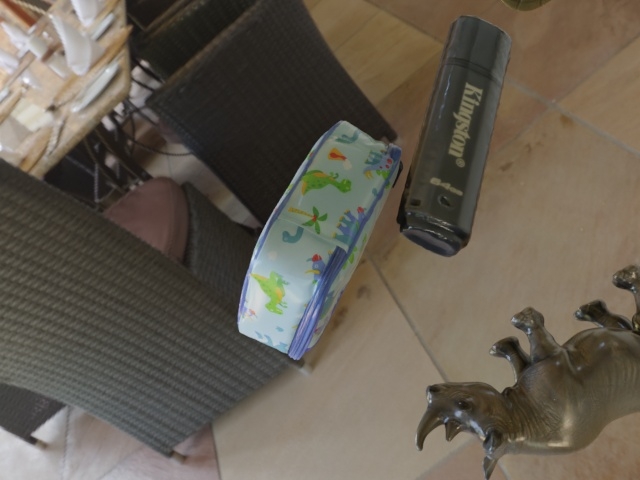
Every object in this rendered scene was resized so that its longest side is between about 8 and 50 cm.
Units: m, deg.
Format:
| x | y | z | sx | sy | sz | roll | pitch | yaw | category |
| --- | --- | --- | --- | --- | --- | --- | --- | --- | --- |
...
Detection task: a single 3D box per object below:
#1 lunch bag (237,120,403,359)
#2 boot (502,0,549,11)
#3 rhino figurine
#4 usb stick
| x | y | z | sx | sy | sz | roll | pitch | yaw | category |
| --- | --- | --- | --- | --- | --- | --- | --- | --- | --- |
| 0.000 | 0.000 | 0.597 | 0.219 | 0.090 | 0.176 | -61 | -4 | -39 | lunch bag |
| 0.143 | -0.328 | 0.524 | 0.077 | 0.213 | 0.165 | -25 | 38 | 32 | boot |
| 0.183 | 0.110 | 0.462 | 0.243 | 0.073 | 0.106 | -21 | 52 | -11 | rhino figurine |
| 0.139 | -0.115 | 0.588 | 0.045 | 0.077 | 0.278 | -38 | 29 | 60 | usb stick |
